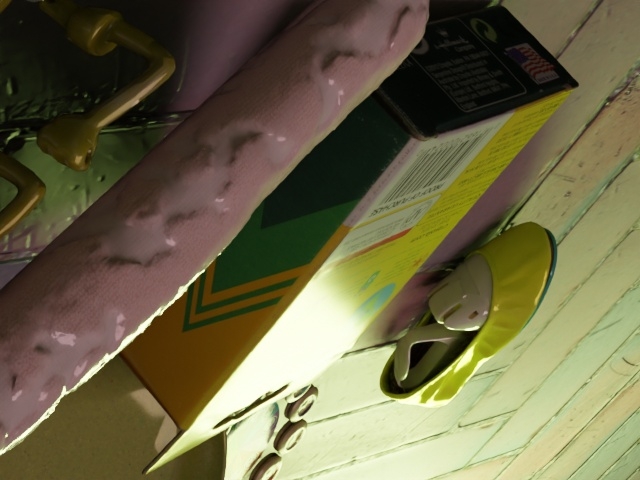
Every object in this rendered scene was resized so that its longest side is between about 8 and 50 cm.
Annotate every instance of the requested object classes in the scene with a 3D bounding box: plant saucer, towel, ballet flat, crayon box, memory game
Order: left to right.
[{"bbox_3d":[-0.170,0.155,1.093,0.241,0.037,0.241,-11,109,-36],"label":"plant saucer"},{"bbox_3d":[-0.118,0.030,0.778,0.332,0.053,0.317,-47,-174,-28],"label":"towel"},{"bbox_3d":[-0.064,0.174,1.360,0.186,0.012,0.186,-42,154,-26],"label":"memory game"},{"bbox_3d":[0.000,0.000,1.055,0.202,0.081,0.318,-22,156,-54],"label":"crayon box"},{"bbox_3d":[0.115,0.069,1.395,0.077,0.077,0.231,1,143,-27],"label":"ballet flat"}]

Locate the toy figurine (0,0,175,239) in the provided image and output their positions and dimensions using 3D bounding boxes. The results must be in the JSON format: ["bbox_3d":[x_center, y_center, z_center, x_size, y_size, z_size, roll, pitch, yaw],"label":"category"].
[{"bbox_3d":[-0.260,-0.035,0.582,0.362,0.191,0.217,-41,151,12],"label":"toy figurine"}]
